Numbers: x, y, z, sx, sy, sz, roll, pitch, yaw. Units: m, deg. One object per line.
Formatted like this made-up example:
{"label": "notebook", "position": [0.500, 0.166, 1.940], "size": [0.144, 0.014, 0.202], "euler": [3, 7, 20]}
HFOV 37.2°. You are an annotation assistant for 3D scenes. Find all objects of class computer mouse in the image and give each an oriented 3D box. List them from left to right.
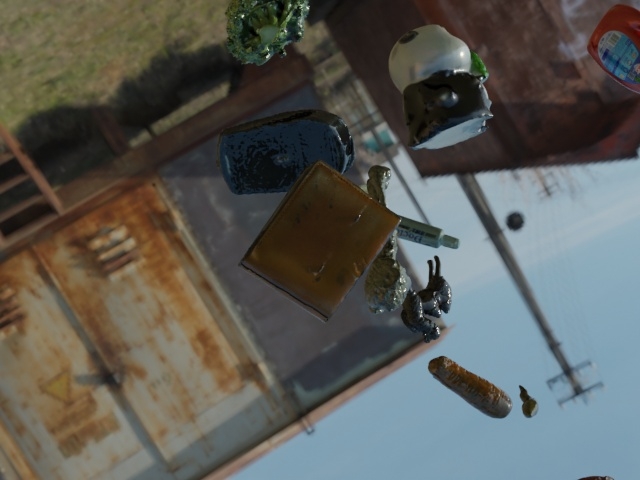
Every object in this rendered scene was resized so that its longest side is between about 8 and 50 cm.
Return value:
{"label": "computer mouse", "position": [-0.075, -0.191, 2.021], "size": [0.295, 0.168, 0.087], "euler": [-7, -150, 1]}

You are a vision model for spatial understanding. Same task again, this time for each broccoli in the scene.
{"label": "broccoli", "position": [-0.125, -0.545, 2.338], "size": [0.226, 0.198, 0.176], "euler": [-3, -129, 30]}

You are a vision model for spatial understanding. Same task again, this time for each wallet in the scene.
{"label": "wallet", "position": [0.000, 0.001, 1.378], "size": [0.195, 0.161, 0.042], "euler": [-56, -179, -8]}

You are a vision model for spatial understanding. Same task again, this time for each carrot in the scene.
{"label": "carrot", "position": [0.285, 0.281, 1.816], "size": [0.060, 0.186, 0.060], "euler": [-57, -173, 11]}

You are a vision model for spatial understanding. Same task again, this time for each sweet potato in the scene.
{"label": "sweet potato", "position": [0.461, 0.360, 2.097], "size": [0.038, 0.041, 0.153], "euler": [-30, -172, 11]}

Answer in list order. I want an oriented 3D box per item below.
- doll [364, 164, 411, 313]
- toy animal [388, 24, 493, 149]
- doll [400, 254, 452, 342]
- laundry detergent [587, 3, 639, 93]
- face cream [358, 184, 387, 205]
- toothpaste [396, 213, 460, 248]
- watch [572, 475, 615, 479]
{"label": "doll", "position": [0.118, 0.003, 1.807], "size": [0.286, 0.091, 0.203], "euler": [-106, -151, -55]}
{"label": "toy animal", "position": [0.270, -0.346, 2.115], "size": [0.212, 0.267, 0.212], "euler": [-12, 169, -2]}
{"label": "doll", "position": [0.222, 0.129, 2.011], "size": [0.139, 0.165, 0.057], "euler": [-20, 174, -27]}
{"label": "laundry detergent", "position": [0.439, -0.239, 1.271], "size": [0.049, 0.165, 0.097], "euler": [-27, 152, -35]}
{"label": "face cream", "position": [0.057, -0.021, 2.240], "size": [0.092, 0.092, 0.311], "euler": [-34, 171, -32]}
{"label": "toothpaste", "position": [0.159, -0.028, 1.927], "size": [0.037, 0.255, 0.067], "euler": [-57, 159, -44]}
{"label": "watch", "position": [0.436, 0.472, 1.398], "size": [0.165, 0.102, 0.268], "euler": [-9, -141, -11]}
